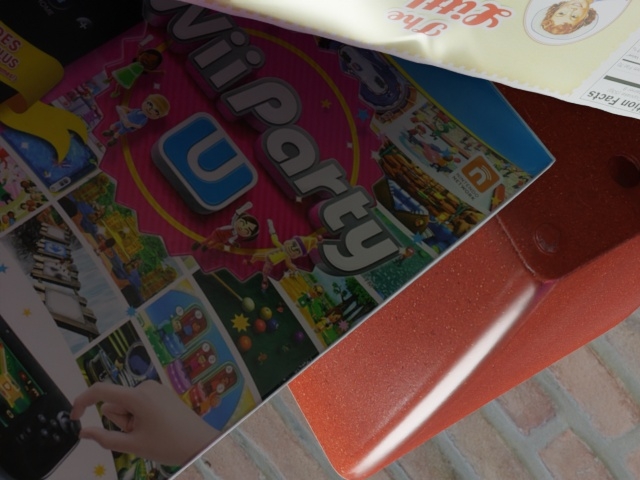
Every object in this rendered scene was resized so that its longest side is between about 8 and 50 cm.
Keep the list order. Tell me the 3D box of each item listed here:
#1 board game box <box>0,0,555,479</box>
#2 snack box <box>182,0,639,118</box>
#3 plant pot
[{"bbox_3d":[-0.082,-0.026,0.540,0.303,0.224,0.097,-38,177,-28],"label":"board game box"},{"bbox_3d":[0.099,-0.140,0.466,0.322,0.060,0.187,9,141,-29],"label":"snack box"},{"bbox_3d":[0.097,-0.046,0.778,0.267,0.267,0.236,-26,171,-29],"label":"plant pot"}]
